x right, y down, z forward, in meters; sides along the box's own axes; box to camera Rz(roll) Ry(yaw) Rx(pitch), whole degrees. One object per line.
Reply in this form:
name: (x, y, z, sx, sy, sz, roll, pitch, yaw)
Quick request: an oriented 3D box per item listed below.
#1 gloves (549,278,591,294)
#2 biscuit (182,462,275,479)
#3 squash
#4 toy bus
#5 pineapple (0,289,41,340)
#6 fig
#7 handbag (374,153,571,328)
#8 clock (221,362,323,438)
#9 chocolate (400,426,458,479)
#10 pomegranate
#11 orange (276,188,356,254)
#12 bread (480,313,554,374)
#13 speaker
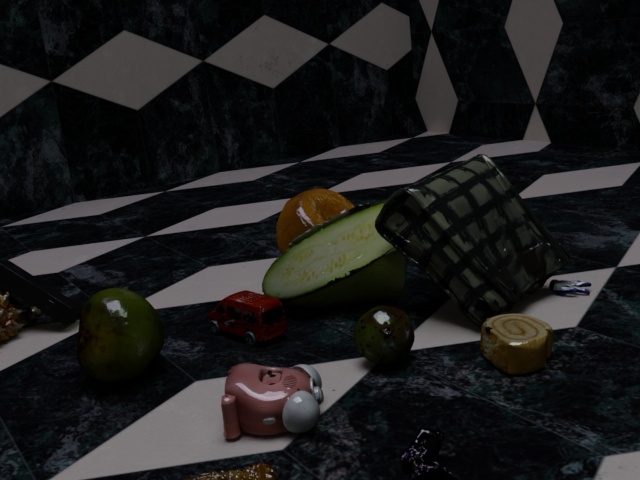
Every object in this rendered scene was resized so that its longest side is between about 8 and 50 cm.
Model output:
gloves: (0.544, 0.102, 1.738, 0.086, 0.026, 0.064, -1, 17, 0)
biscuit: (-0.153, 0.358, 1.100, 0.206, 0.025, 0.126, -12, 17, -18)
squash: (0.021, 0.040, 1.811, 0.308, 0.210, 0.234, -1, 36, -4)
toy bus: (-0.162, 0.157, 1.701, 0.081, 0.090, 0.195, -20, 20, -41)
pineapple: (-0.748, 0.150, 1.889, 0.164, 0.140, 0.249, -12, 13, -23)
fig: (-0.387, 0.187, 1.554, 0.180, 0.181, 0.191, 4, -3, 34)
handbag: (0.330, -0.005, 1.691, 0.325, 0.327, 0.162, -26, -18, -45)
clock: (-0.076, 0.255, 1.324, 0.162, 0.093, 0.166, -3, 15, 2)
chocolate: (0.149, 0.313, 1.106, 0.072, 0.070, 0.147, -16, 5, 4)
pomegranate: (0.118, 0.180, 1.506, 0.114, 0.115, 0.142, -8, -10, -6)
orange: (0.000, 0.000, 2.032, 0.248, 0.183, 0.249, 20, 42, -19)
bread: (0.356, 0.179, 1.446, 0.122, 0.073, 0.149, -8, 16, -14)
speaker: (-0.669, 0.121, 1.881, 0.218, 0.044, 0.082, 31, 0, 4)
